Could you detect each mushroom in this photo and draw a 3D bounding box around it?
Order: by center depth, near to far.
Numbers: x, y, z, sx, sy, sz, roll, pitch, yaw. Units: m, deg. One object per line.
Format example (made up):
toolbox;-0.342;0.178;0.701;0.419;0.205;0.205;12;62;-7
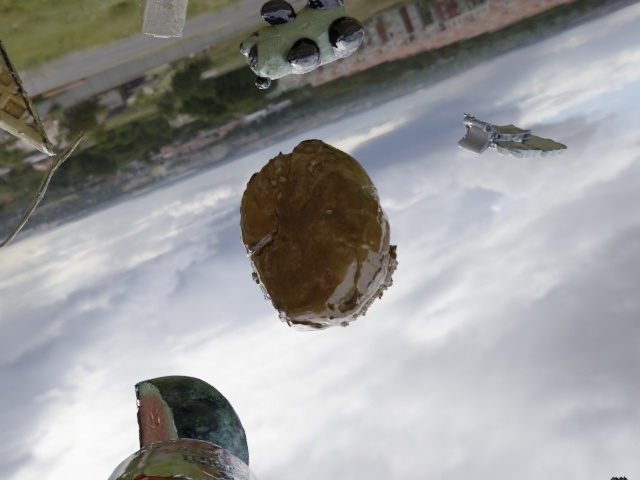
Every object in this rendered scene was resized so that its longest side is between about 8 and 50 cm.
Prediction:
mushroom;-0.492;-0.081;1.461;0.286;0.025;0.028;-57;163;-23

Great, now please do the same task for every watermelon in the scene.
watermelon;-0.287;0.385;1.630;0.226;0.318;0.148;-56;146;7

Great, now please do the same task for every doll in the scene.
doll;-0.034;-0.376;1.570;0.234;0.144;0.135;-26;166;-18

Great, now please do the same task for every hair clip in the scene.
hair clip;0.292;-0.167;1.339;0.140;0.054;0.220;23;-161;33

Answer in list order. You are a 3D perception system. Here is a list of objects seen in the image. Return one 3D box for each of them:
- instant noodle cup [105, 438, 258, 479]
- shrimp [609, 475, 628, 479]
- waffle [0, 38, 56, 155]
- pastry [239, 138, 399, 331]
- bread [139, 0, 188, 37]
instant noodle cup;-0.150;0.339;0.877;0.264;0.264;0.200;-22;-174;-3
shrimp;0.504;0.523;1.472;0.046;0.219;0.152;9;-161;6
waffle;-0.276;-0.146;0.749;0.097;0.152;0.023;-59;169;-15
pastry;0.000;0.000;1.334;0.255;0.311;0.162;-33;150;25
bread;-0.261;-0.421;1.371;0.077;0.152;0.105;0;-147;-32
